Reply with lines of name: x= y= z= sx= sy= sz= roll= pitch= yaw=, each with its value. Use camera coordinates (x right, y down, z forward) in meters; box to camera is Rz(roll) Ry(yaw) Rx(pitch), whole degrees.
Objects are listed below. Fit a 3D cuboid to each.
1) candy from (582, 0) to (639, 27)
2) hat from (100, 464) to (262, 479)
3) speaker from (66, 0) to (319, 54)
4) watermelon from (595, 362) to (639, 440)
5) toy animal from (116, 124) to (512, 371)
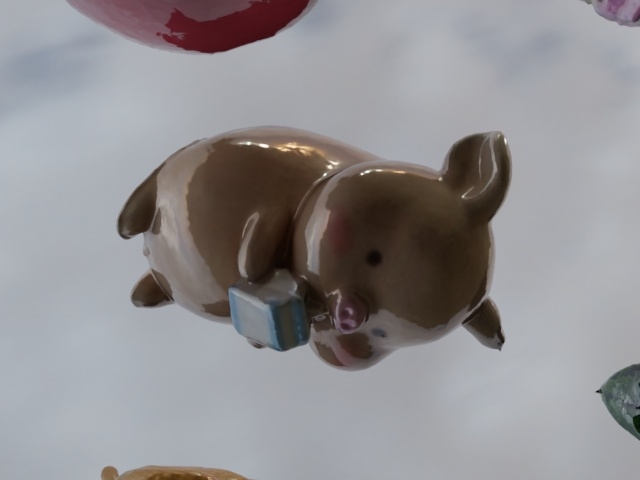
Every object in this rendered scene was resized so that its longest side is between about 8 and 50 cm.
candy: x=0.391 y=-0.328 z=1.555 sx=0.265 sy=0.116 sz=0.155 roll=-13 pitch=-51 yaw=-57
hat: x=-0.130 y=0.277 z=1.201 sx=0.233 sy=0.233 sz=0.244 roll=-33 pitch=-42 yaw=-20
speaker: x=-0.082 y=-0.270 z=0.914 sx=0.294 sy=0.294 sz=0.294 roll=4 pitch=-97 yaw=-34
watermelon: x=0.415 y=0.168 z=1.267 sx=0.301 sy=0.129 sz=0.123 roll=8 pitch=-84 yaw=-4
toy animal: x=0.002 y=0.002 z=1.075 sx=0.213 sy=0.256 sz=0.195 roll=-37 pitch=-41 yaw=-40
